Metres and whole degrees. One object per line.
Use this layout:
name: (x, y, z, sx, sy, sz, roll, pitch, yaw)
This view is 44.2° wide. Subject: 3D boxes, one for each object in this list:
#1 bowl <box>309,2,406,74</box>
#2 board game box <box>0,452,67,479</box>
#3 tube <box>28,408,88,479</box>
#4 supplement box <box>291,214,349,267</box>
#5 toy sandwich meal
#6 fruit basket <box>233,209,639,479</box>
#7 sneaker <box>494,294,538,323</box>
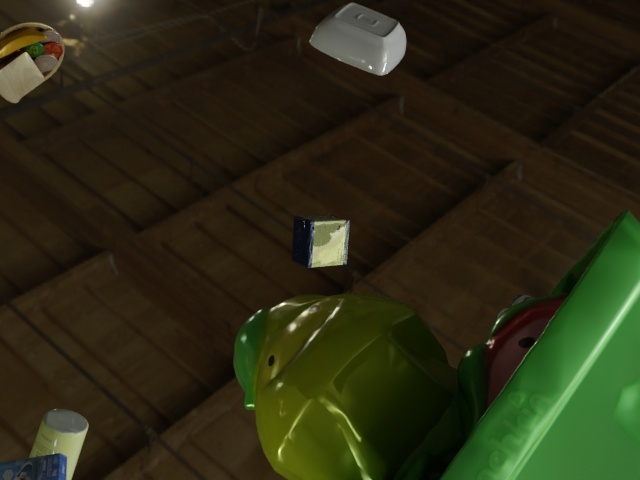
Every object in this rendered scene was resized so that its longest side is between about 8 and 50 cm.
bowl: (0.067, -0.332, 1.265, 0.142, 0.053, 0.142, 25, -143, 9)
board game box: (-0.298, 0.262, 0.776, 0.090, 0.020, 0.090, -11, -121, 5)
tube: (-0.383, 0.349, 1.082, 0.062, 0.240, 0.070, 14, -163, -29)
supplement box: (0.000, 0.000, 1.394, 0.083, 0.083, 0.056, -4, -166, -34)
toy sandwich meal: (-0.284, -0.172, 0.762, 0.086, 0.085, 0.029, -20, -122, -34)
fruit basket: (0.076, 0.144, 0.580, 0.392, 0.283, 0.392, -1, -108, 3)
sneaker: (0.309, 0.122, 1.200, 0.058, 0.052, 0.135, 3, -151, 37)
